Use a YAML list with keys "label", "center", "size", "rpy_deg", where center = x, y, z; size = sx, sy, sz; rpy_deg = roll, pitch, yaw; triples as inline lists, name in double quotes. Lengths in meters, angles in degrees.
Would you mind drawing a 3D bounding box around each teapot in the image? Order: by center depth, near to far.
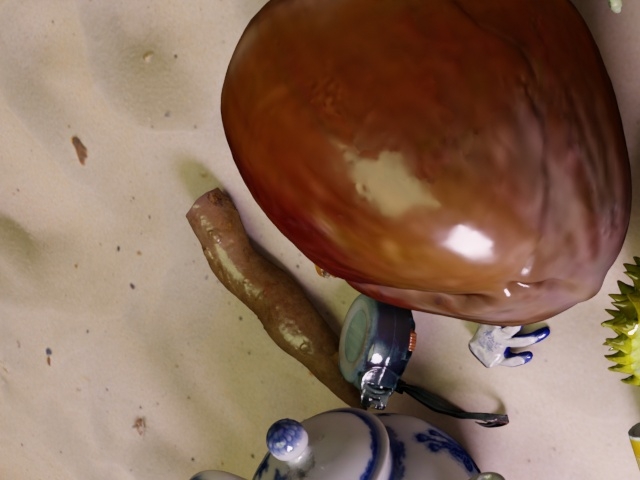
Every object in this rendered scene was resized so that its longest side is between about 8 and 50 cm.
- label: "teapot"
  center: [0.031, 0.270, 1.629]
  size: [0.424, 0.252, 0.280]
  rpy_deg: [-7, 133, 41]

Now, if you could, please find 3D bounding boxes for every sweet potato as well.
- label: "sweet potato"
  center: [-0.044, 0.070, 1.754]
  size: [0.281, 0.059, 0.067]
  rpy_deg: [51, 142, 12]

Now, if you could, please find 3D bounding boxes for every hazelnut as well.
- label: "hazelnut"
  center: [0.098, -0.085, 1.380]
  size: [0.372, 0.372, 0.315]
  rpy_deg: [44, 108, 16]

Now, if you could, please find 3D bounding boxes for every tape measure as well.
- label: "tape measure"
  center: [0.108, 0.119, 1.667]
  size: [0.180, 0.104, 0.107]
  rpy_deg: [16, 98, -3]

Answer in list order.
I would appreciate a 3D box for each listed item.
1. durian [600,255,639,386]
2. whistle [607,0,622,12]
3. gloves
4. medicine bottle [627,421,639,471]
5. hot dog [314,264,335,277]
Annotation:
- label: "durian"
  center: [0.356, 0.022, 1.337]
  size: [0.169, 0.157, 0.355]
  rpy_deg: [42, 133, -4]
- label: "whistle"
  center: [0.198, -0.320, 1.331]
  size: [0.106, 0.131, 0.288]
  rpy_deg: [-18, 102, 7]
- label: "gloves"
  center: [0.181, 0.091, 1.598]
  size: [0.064, 0.026, 0.086]
  rpy_deg: [45, 126, 14]
- label: "medicine bottle"
  center: [0.340, 0.267, 1.513]
  size: [0.074, 0.074, 0.218]
  rpy_deg: [-12, 100, 42]
- label: "hot dog"
  center: [0.000, 0.000, 1.712]
  size: [0.037, 0.021, 0.083]
  rpy_deg: [-2, 109, 51]
